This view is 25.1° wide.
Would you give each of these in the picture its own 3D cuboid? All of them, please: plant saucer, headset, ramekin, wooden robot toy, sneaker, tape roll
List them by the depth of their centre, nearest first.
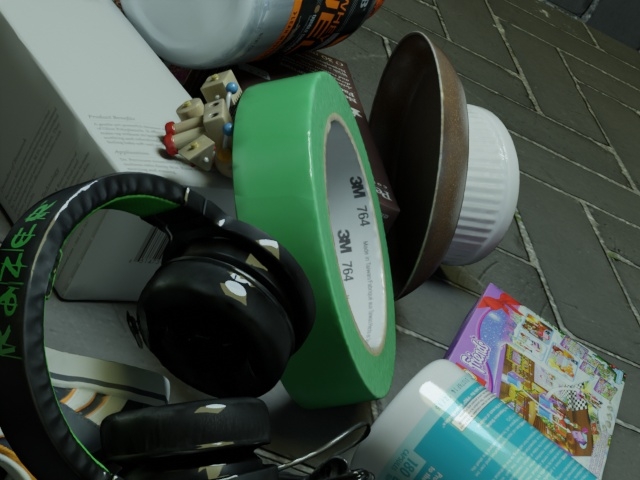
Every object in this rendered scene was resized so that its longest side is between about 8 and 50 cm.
[{"bbox_3d":[-0.225,0.139,1.082,0.126,0.127,0.321,2,-11,25],"label":"sneaker"},{"bbox_3d":[-0.103,0.114,1.087,0.394,0.185,0.243,37,53,-38],"label":"headset"},{"bbox_3d":[-0.100,-0.092,1.378,0.173,0.076,0.079,-92,158,-60],"label":"wooden robot toy"},{"bbox_3d":[0.000,0.000,1.393,0.077,0.321,0.321,-9,22,12],"label":"tape roll"},{"bbox_3d":[0.107,-0.081,1.636,0.050,0.310,0.310,5,32,-14],"label":"plant saucer"},{"bbox_3d":[0.139,-0.073,1.797,0.109,0.207,0.207,4,36,-35],"label":"ramekin"}]

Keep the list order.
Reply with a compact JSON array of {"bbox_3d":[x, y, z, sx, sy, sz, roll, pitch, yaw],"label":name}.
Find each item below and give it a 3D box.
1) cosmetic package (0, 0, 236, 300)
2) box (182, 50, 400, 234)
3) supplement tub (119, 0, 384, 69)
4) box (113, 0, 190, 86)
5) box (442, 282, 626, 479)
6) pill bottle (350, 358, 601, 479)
[{"bbox_3d":[-0.238,-0.112,1.480,0.197,0.155,0.365,5,35,-44],"label":"cosmetic package"},{"bbox_3d":[-0.048,-0.115,1.732,0.191,0.143,0.381,21,28,-22],"label":"box"},{"bbox_3d":[-0.063,-0.318,1.689,0.207,0.207,0.338,40,30,18],"label":"supplement tub"},{"bbox_3d":[-0.285,-0.249,1.718,0.257,0.128,0.122,21,27,-22],"label":"box"},{"bbox_3d":[0.234,0.170,1.620,0.201,0.057,0.293,35,25,4],"label":"box"},{"bbox_3d":[0.167,0.239,1.304,0.264,0.146,0.146,38,25,15],"label":"pill bottle"}]
